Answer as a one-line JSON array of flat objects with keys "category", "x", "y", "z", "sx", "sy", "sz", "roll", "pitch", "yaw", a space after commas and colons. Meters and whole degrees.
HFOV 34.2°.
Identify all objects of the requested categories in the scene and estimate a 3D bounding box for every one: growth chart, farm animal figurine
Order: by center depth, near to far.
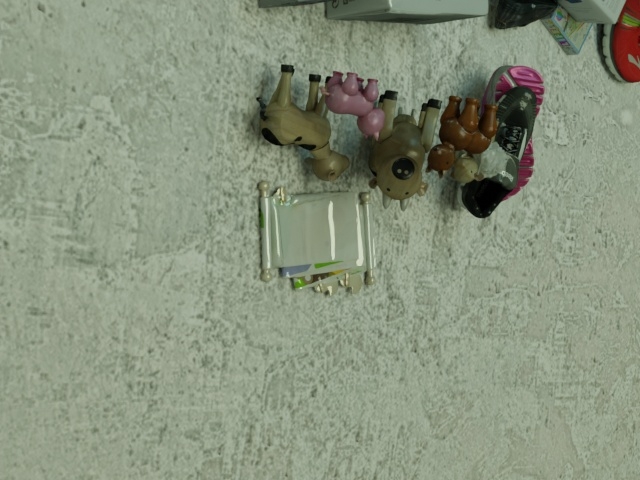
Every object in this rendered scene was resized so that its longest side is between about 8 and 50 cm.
[{"category": "farm animal figurine", "x": 0.094, "y": -0.136, "z": 1.535, "sx": 0.327, "sy": 0.330, "sz": 0.172, "roll": -1, "pitch": 103, "yaw": -74}, {"category": "growth chart", "x": 0.000, "y": 0.000, "z": 1.590, "sx": 0.237, "sy": 0.021, "sz": 0.172, "roll": 1, "pitch": 93, "yaw": -40}]

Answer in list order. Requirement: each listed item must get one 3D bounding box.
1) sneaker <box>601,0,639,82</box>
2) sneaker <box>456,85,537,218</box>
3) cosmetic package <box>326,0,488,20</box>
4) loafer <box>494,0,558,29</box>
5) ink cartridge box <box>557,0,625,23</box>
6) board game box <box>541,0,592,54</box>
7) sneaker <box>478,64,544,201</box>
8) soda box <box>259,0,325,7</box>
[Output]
[{"category": "sneaker", "x": 0.611, "y": -0.423, "z": 1.988, "sx": 0.107, "sy": 0.118, "sz": 0.279, "roll": -40, "pitch": 131, "yaw": -36}, {"category": "sneaker", "x": 0.296, "y": -0.133, "z": 1.688, "sx": 0.078, "sy": 0.106, "sz": 0.234, "roll": 19, "pitch": 113, "yaw": -10}, {"category": "cosmetic package", "x": 0.127, "y": -0.527, "z": 1.567, "sx": 0.217, "sy": 0.156, "sz": 0.385, "roll": -8, "pitch": 99, "yaw": -37}, {"category": "loafer", "x": 0.361, "y": -0.410, "z": 1.846, "sx": 0.170, "sy": 0.062, "sz": 0.061, "roll": -14, "pitch": 141, "yaw": -45}, {"category": "ink cartridge box", "x": 0.465, "y": -0.505, "z": 1.842, "sx": 0.212, "sy": 0.093, "sz": 0.154, "roll": 30, "pitch": 83, "yaw": -40}, {"category": "board game box", "x": 0.478, "y": -0.440, "z": 1.951, "sx": 0.103, "sy": 0.026, "sz": 0.154, "roll": 41, "pitch": 68, "yaw": -35}, {"category": "sneaker", "x": 0.318, "y": -0.187, "z": 1.785, "sx": 0.103, "sy": 0.111, "sz": 0.252, "roll": 10, "pitch": 114, "yaw": -5}, {"category": "soda box", "x": -0.043, "y": -0.479, "z": 1.470, "sx": 0.098, "sy": 0.091, "sz": 0.286, "roll": -16, "pitch": 104, "yaw": -39}]
